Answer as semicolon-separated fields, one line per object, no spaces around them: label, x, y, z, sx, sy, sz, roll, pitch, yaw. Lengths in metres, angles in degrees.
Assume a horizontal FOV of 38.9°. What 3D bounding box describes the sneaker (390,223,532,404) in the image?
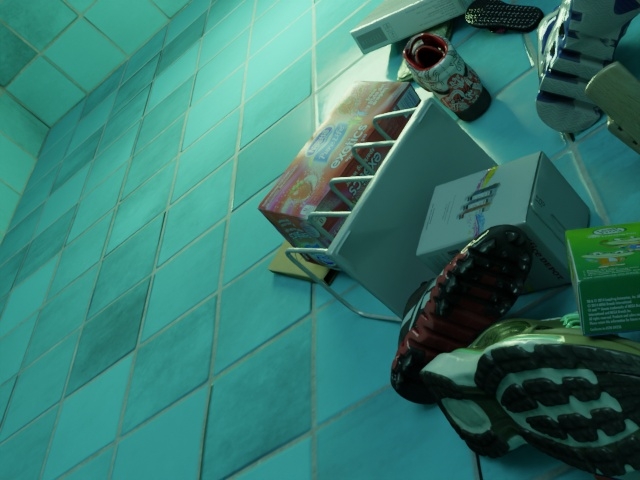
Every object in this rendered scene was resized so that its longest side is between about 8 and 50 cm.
sneaker;0.173;0.076;1.150;0.135;0.098;0.276;-80;15;-59

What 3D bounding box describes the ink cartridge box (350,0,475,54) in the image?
ink cartridge box;0.239;-0.522;1.908;0.296;0.066;0.261;-11;31;48

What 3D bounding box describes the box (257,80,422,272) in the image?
box;0.060;-0.110;1.516;0.142;0.154;0.300;14;62;50

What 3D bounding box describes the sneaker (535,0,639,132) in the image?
sneaker;0.389;-0.332;1.322;0.182;0.127;0.315;-86;15;-61

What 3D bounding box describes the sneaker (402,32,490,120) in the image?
sneaker;0.198;-0.321;1.608;0.090;0.145;0.270;-42;33;10

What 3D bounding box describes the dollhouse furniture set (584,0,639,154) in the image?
dollhouse furniture set;0.447;-0.314;1.149;0.286;0.198;0.303;-45;10;32

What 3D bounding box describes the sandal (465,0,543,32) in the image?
sandal;0.336;-0.405;1.663;0.179;0.040;0.067;28;83;47

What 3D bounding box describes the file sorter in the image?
file sorter;0.109;-0.038;1.352;0.277;0.193;0.173;-57;26;-16

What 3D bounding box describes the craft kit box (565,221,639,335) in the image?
craft kit box;0.361;0.021;0.842;0.250;0.061;0.246;-7;6;13

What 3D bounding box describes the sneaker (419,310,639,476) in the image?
sneaker;0.249;0.118;0.933;0.182;0.158;0.410;-41;6;-19

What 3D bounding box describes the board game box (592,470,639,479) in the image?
board game box;0.428;0.147;0.799;0.316;0.064;0.242;1;55;55

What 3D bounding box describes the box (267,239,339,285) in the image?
box;0.000;0.000;1.634;0.164;0.021;0.201;-56;30;-15

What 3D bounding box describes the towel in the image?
towel;0.209;-0.379;1.811;0.110;0.027;0.148;-16;42;44

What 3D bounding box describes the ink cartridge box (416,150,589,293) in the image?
ink cartridge box;0.242;-0.012;1.194;0.176;0.128;0.127;-17;41;43
